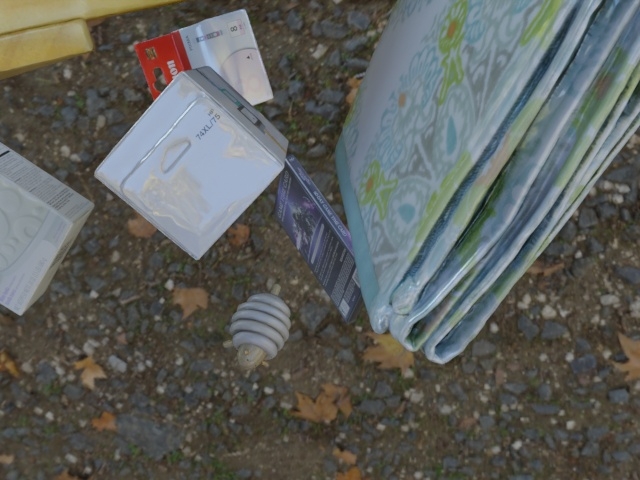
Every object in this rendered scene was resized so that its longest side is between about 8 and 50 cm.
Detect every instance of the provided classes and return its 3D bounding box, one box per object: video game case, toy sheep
[{"bbox_3d":[0.000,0.000,1.255,0.274,0.026,0.196,56,157,20],"label":"video game case"},{"bbox_3d":[-0.083,0.116,0.944,0.091,0.132,0.091,12,152,6],"label":"toy sheep"}]

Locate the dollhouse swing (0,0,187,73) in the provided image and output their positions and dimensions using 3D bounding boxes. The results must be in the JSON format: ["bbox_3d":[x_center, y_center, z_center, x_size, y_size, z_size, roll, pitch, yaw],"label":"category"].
[{"bbox_3d":[-0.301,-0.346,0.658,0.315,0.305,0.347,1,113,40],"label":"dollhouse swing"}]

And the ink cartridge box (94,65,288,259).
[{"bbox_3d":[-0.187,-0.135,1.082,0.197,0.270,0.198,42,101,-12],"label":"ink cartridge box"}]

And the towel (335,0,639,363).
[{"bbox_3d":[0.119,-0.128,0.569,0.090,0.374,0.321,17,122,-17],"label":"towel"}]

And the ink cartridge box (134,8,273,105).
[{"bbox_3d":[-0.234,-0.345,1.397,0.232,0.066,0.189,-22,106,-15],"label":"ink cartridge box"}]

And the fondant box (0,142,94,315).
[{"bbox_3d":[-0.603,-0.054,1.202,0.330,0.096,0.238,35,115,-7],"label":"fondant box"}]
